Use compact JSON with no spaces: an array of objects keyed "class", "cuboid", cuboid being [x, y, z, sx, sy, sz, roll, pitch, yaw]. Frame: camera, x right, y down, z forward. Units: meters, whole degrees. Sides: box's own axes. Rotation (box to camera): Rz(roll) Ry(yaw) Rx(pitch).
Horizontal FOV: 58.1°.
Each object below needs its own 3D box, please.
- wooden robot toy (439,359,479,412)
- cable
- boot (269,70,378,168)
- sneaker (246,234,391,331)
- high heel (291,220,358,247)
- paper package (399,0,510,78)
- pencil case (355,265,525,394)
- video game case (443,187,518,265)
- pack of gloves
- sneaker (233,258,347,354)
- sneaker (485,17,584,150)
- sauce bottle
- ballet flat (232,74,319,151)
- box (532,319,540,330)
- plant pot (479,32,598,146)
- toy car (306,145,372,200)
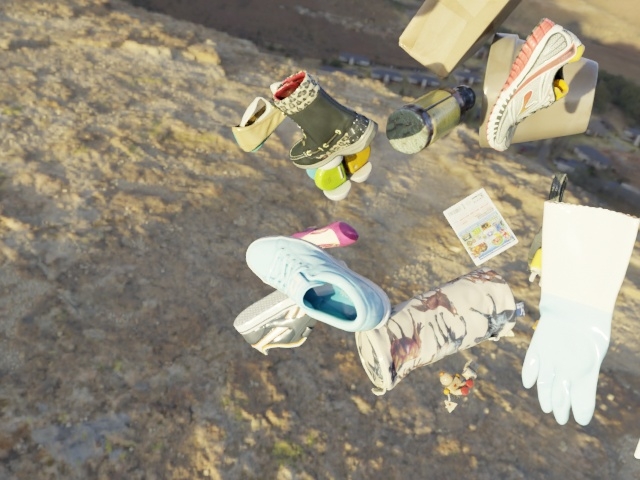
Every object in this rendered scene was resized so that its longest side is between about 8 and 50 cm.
[{"class":"wooden robot toy","cuboid":[0.360,0.372,1.541,0.079,0.076,0.173,42,59,5]},{"class":"cable","cuboid":[0.600,-0.024,1.476,0.072,0.287,0.139,25,10,38]},{"class":"boot","cuboid":[-0.027,-0.223,1.080,0.178,0.085,0.236,33,-23,-31]},{"class":"sneaker","cuboid":[-0.028,0.082,1.235,0.366,0.135,0.150,22,8,25]},{"class":"high heel","cuboid":[0.000,0.000,1.711,0.244,0.082,0.117,8,36,46]},{"class":"paper package","cuboid":[0.404,-0.623,1.483,0.168,0.325,0.309,43,47,3]},{"class":"pencil case","cuboid":[0.272,0.208,1.349,0.410,0.160,0.183,-20,78,-20]},{"class":"video game case","cuboid":[0.299,-0.025,1.079,0.122,0.087,0.011,62,12,18]},{"class":"pack of gloves","cuboid":[0.270,0.097,0.502,0.195,0.232,0.046,17,27,39]},{"class":"sneaker","cuboid":[-0.049,0.167,1.415,0.127,0.321,0.126,54,18,-17]},{"class":"sneaker","cuboid":[0.334,-0.229,0.916,0.093,0.225,0.088,31,50,13]},{"class":"sauce bottle","cuboid":[0.280,-0.302,1.377,0.111,0.111,0.344,28,37,25]},{"class":"ballet flat","cuboid":[-0.093,-0.285,1.206,0.232,0.073,0.080,-50,35,-14]},{"class":"box","cuboid":[0.571,0.218,1.350,0.081,0.136,0.028,38,73,-5]},{"class":"plant pot","cuboid":[0.614,-0.411,1.625,0.280,0.323,0.323,10,28,20]},{"class":"toy car","cuboid":[0.040,-0.209,1.512,0.182,0.159,0.136,-42,49,-18]}]
